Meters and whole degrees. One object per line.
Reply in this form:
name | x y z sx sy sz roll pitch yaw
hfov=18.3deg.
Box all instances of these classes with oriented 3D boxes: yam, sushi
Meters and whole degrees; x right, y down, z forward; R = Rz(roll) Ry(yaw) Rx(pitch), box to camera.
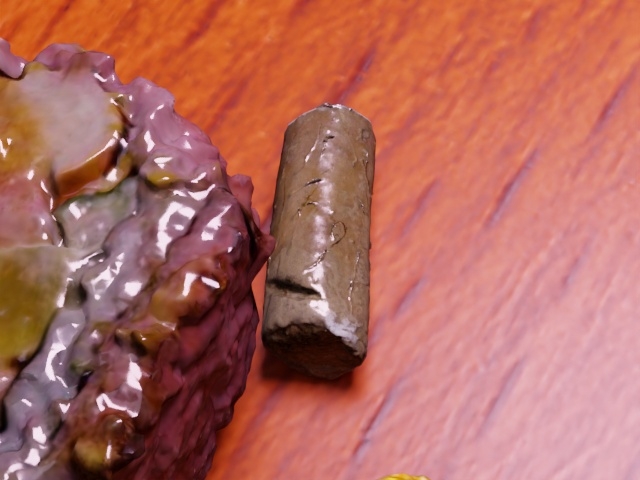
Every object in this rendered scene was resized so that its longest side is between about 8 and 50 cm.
yam | 0.000 0.000 0.979 0.054 0.054 0.132 0 59 8
sushi | -0.149 0.047 0.906 0.237 0.171 0.270 16 61 17

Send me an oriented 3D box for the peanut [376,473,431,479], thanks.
peanut | -0.011 0.187 0.851 0.087 0.087 0.206 36 73 25
